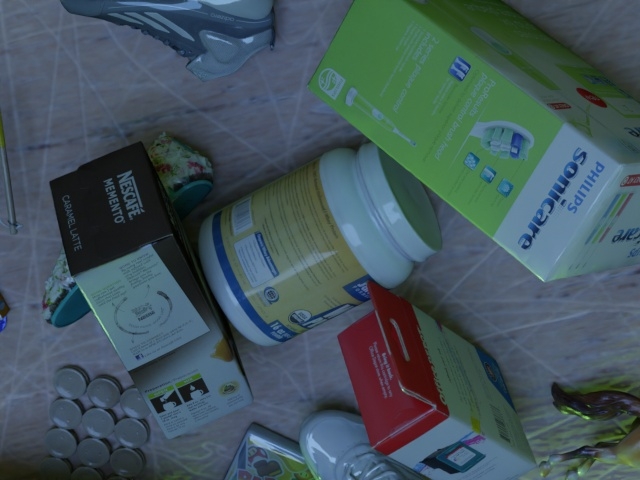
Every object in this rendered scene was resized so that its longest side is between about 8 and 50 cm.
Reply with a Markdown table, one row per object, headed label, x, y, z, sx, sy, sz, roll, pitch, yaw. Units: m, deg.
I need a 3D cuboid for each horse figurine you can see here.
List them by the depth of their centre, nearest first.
| label | x | y | z | sx | sy | sz | roll | pitch | yaw |
| --- | --- | --- | --- | --- | --- | --- | --- | --- | --- |
| horse figurine | 0.335 | 0.241 | 1.603 | 0.174 | 0.066 | 0.263 | -30 | 105 | 24 |

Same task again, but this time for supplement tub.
| label | x | y | z | sx | sy | sz | roll | pitch | yaw |
| --- | --- | --- | --- | --- | --- | --- | --- | --- | --- |
| supplement tub | 0.000 | 0.000 | 1.525 | 0.199 | 0.144 | 0.144 | -27 | 104 | 18 |

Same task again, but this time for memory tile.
| label | x | y | z | sx | sy | sz | roll | pitch | yaw |
| --- | --- | --- | --- | --- | --- | --- | --- | --- | --- |
| memory tile | -0.239 | 0.210 | 1.715 | 0.113 | 0.012 | 0.148 | 15 | 111 | 4 |

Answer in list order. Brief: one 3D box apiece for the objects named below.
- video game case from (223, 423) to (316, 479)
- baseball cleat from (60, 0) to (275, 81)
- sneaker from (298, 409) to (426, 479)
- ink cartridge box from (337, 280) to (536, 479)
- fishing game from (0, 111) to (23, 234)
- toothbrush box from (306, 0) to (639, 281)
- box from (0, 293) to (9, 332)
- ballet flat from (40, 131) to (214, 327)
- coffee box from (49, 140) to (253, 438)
| label | x | y | z | sx | sy | sz | roll | pitch | yaw |
| --- | --- | --- | --- | --- | --- | --- | --- | --- | --- |
| video game case | -0.012 | 0.327 | 1.714 | 0.227 | 0.026 | 0.206 | 25 | 112 | 0 |
| baseball cleat | -0.145 | -0.201 | 1.515 | 0.206 | 0.072 | 0.109 | 2 | 117 | 13 |
| sneaker | 0.074 | 0.254 | 1.608 | 0.232 | 0.115 | 0.090 | 41 | 85 | 1 |
| ink cartridge box | 0.098 | 0.144 | 1.511 | 0.078 | 0.134 | 0.231 | -35 | 138 | 20 |
| fishing game | -0.424 | -0.086 | 1.617 | 0.264 | 0.041 | 0.189 | -2 | 107 | 21 |
| toothbrush box | 0.164 | -0.101 | 1.369 | 0.283 | 0.206 | 0.122 | 43 | 116 | 25 |
| box | -0.386 | 0.049 | 1.671 | 0.081 | 0.028 | 0.136 | -24 | 103 | 17 |
| ballet flat | -0.201 | -0.013 | 1.600 | 0.241 | 0.091 | 0.077 | -42 | 68 | 16 |
| coffee box | -0.157 | 0.050 | 1.512 | 0.098 | 0.141 | 0.246 | -23 | 135 | -1 |
